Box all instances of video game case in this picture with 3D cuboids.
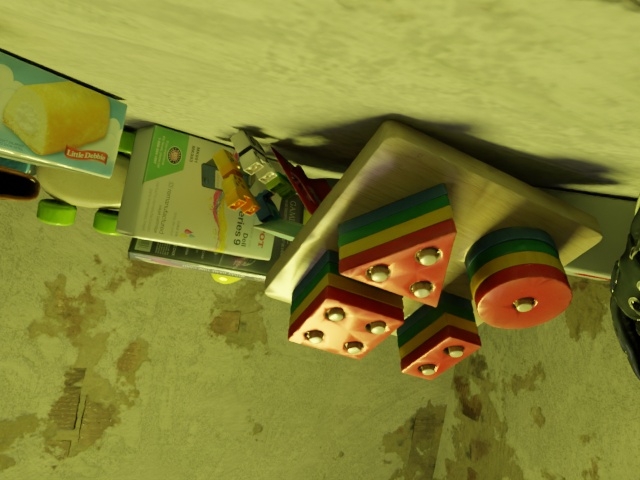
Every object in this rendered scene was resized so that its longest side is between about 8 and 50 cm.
[{"bbox_3d":[-0.166,-0.028,0.899,0.274,0.196,0.026,12,141,-12],"label":"video game case"}]

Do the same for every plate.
[{"bbox_3d":[0.000,0.000,0.715,0.188,0.024,0.188,18,177,1],"label":"plate"}]

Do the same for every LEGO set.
[{"bbox_3d":[-0.086,-0.087,0.704,0.087,0.093,0.227,-32,162,12],"label":"LEGO set"}]

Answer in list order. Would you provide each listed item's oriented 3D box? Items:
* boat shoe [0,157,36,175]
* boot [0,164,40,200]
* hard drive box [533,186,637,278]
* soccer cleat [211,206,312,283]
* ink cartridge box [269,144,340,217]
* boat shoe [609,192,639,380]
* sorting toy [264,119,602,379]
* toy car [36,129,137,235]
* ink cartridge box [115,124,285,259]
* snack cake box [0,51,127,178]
[{"bbox_3d":[-0.554,-0.179,0.896,0.258,0.109,0.089,28,-167,21],"label":"boat shoe"},{"bbox_3d":[-0.375,-0.071,0.445,0.281,0.096,0.264,5,170,6],"label":"boot"},{"bbox_3d":[0.256,-0.014,0.671,0.232,0.089,0.181,11,180,20],"label":"hard drive box"},{"bbox_3d":[-0.072,0.000,0.965,0.121,0.093,0.289,21,-143,38],"label":"soccer cleat"},{"bbox_3d":[0.053,-0.032,0.657,0.232,0.066,0.189,44,-171,-36],"label":"ink cartridge box"},{"bbox_3d":[0.314,0.053,0.443,0.127,0.113,0.340,18,161,27],"label":"boat shoe"},{"bbox_3d":[0.107,0.044,0.533,0.257,0.089,0.255,20,135,-21],"label":"sorting toy"},{"bbox_3d":[-0.354,-0.111,0.829,0.149,0.155,0.188,12,-168,-20],"label":"toy car"},{"bbox_3d":[-0.169,-0.063,0.769,0.212,0.154,0.093,13,177,-37],"label":"ink cartridge box"},{"bbox_3d":[-0.350,-0.137,0.504,0.152,0.089,0.264,13,180,32],"label":"snack cake box"}]
